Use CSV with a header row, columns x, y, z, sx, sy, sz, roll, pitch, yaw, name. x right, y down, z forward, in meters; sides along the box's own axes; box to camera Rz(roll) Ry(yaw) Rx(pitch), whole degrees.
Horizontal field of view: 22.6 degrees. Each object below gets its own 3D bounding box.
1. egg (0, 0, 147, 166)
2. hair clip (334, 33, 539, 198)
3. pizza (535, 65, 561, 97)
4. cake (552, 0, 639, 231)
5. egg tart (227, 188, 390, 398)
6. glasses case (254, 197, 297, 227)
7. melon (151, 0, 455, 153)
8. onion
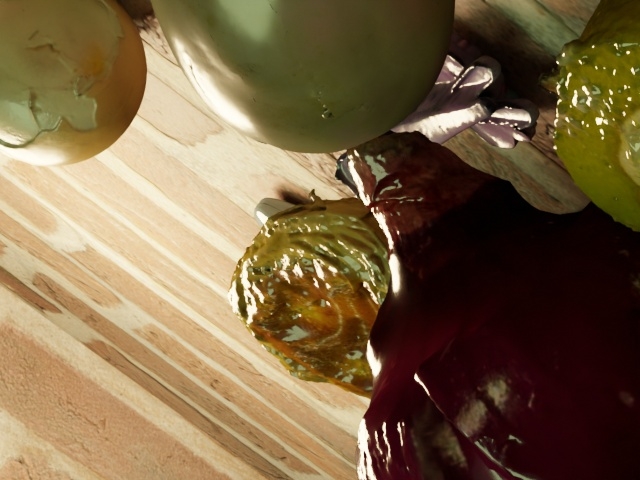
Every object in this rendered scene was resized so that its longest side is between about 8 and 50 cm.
x,y,z,sx,sy,sz,roll,pitch,yaw,name
-0.283,-0.176,1.690,0.201,0.201,0.244,34,173,-1,egg
0.102,-0.117,1.400,0.137,0.090,0.278,50,151,-9,hair clip
0.215,-0.127,1.263,0.083,0.025,0.078,23,165,8,pizza
0.257,-0.100,1.079,0.179,0.156,0.260,20,156,18,cake
0.060,0.065,1.750,0.351,0.153,0.339,38,149,-24,egg tart
0.000,0.000,1.894,0.178,0.045,0.067,25,160,21,glasses case
-0.013,-0.191,1.177,0.223,0.223,0.317,25,160,23,melon
0.165,0.072,1.329,0.420,0.398,0.398,48,164,12,onion
